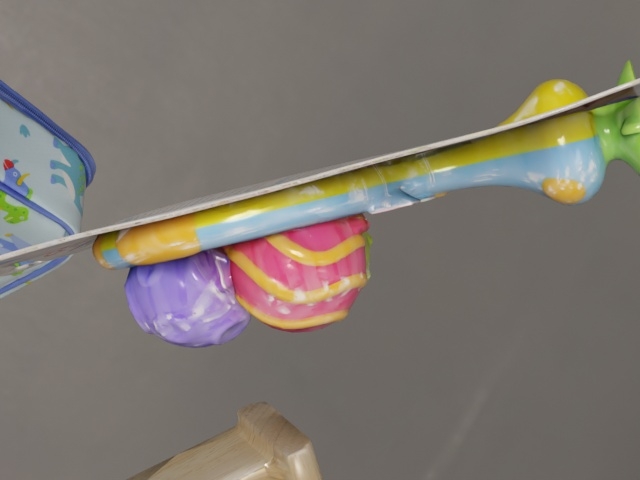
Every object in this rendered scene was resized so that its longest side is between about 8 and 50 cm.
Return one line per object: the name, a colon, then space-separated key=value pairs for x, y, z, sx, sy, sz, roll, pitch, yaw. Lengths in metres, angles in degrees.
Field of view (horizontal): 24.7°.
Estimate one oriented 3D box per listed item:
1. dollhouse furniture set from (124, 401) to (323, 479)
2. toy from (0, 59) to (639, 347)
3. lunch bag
dollhouse furniture set: x=-0.035 y=0.261 z=0.618 sx=0.256 sy=0.362 sz=0.394 roll=-25 pitch=24 yaw=-19
toy: x=0.000 y=0.000 z=0.497 sx=0.237 sy=0.056 sz=0.137 roll=-18 pitch=-1 yaw=14
lunch bag: x=-0.259 y=-0.022 z=0.904 sx=0.219 sy=0.176 sz=0.090 roll=-26 pitch=44 yaw=33
